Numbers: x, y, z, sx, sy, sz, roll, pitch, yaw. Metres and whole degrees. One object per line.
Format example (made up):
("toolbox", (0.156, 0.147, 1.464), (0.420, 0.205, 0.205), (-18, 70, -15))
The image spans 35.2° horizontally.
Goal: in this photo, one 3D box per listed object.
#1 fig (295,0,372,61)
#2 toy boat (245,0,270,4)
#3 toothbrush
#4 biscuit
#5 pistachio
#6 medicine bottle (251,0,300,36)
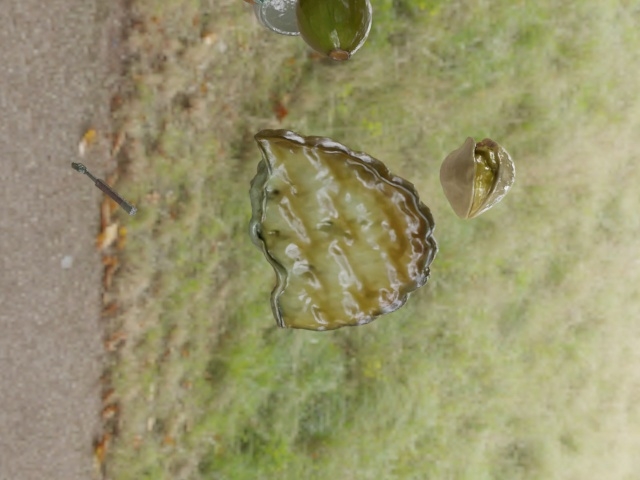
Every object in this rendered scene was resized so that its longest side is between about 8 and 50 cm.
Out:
("fig", (0.014, -0.205, 0.949), (0.074, 0.074, 0.088), (69, 11, -54))
("toy boat", (-0.092, -0.377, 1.420), (0.173, 0.058, 0.069), (17, 74, -79))
("toothbrush", (-0.351, -0.086, 1.628), (0.017, 0.194, 0.014), (11, 108, -49))
("biscuit", (0.000, 0.000, 1.510), (0.335, 0.329, 0.078), (-56, -179, 31))
("pistachio", (0.274, -0.106, 1.744), (0.200, 0.117, 0.145), (-140, -124, -78))
("medicine bottle", (-0.061, -0.518, 1.632), (0.208, 0.208, 0.340), (56, 16, -66))
